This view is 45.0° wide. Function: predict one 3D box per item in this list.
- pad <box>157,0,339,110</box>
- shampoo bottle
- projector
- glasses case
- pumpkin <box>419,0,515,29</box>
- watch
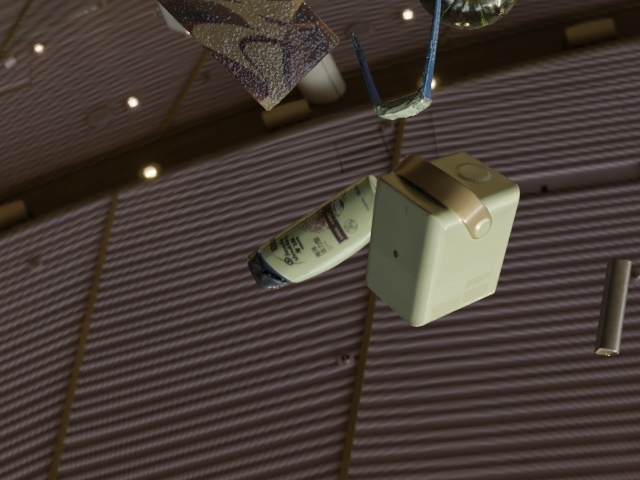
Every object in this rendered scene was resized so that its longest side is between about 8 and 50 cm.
[{"bbox_3d":[-0.147,-0.419,1.426,0.220,0.330,0.004,-38,-166,34],"label":"pad"},{"bbox_3d":[0.000,0.000,1.747,0.359,0.078,0.134,-33,-102,20],"label":"shampoo bottle"},{"bbox_3d":[0.182,-0.015,1.173,0.177,0.242,0.163,-21,-139,-30],"label":"projector"},{"bbox_3d":[0.575,0.130,1.523,0.042,0.072,0.190,11,-100,6],"label":"glasses case"},{"bbox_3d":[0.415,-0.756,2.159,0.323,0.323,0.241,1,-155,14],"label":"pumpkin"},{"bbox_3d":[0.227,-0.464,1.962,0.276,0.068,0.274,-22,-105,29],"label":"watch"}]
